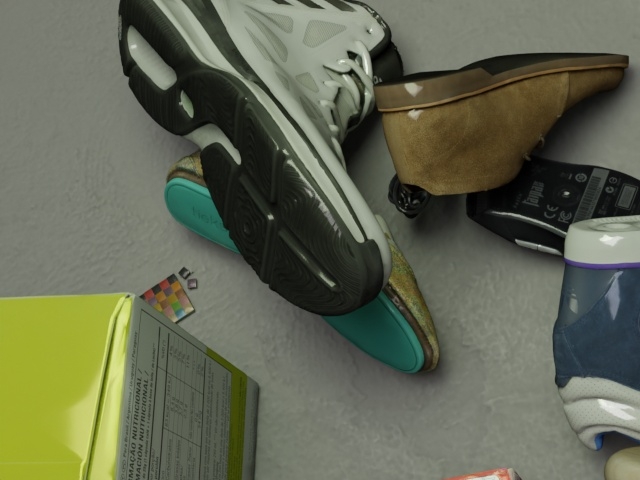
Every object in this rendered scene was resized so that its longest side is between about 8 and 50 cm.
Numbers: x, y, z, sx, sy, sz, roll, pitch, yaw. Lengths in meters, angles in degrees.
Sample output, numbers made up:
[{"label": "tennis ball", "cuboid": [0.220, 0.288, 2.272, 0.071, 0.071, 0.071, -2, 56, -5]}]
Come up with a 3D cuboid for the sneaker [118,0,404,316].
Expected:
[{"label": "sneaker", "cuboid": [0.005, -0.126, 1.382, 0.257, 0.169, 0.447, -16, 48, -26]}]

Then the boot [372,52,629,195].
[{"label": "boot", "cuboid": [0.180, -0.119, 1.383, 0.112, 0.305, 0.115, 2, 106, 54]}]

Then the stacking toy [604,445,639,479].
[{"label": "stacking toy", "cuboid": [0.290, 0.344, 1.195, 0.141, 0.141, 0.330, 7, 94, 20]}]

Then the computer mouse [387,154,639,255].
[{"label": "computer mouse", "cuboid": [0.212, -0.065, 1.432, 0.262, 0.060, 0.184, 11, 55, 16]}]

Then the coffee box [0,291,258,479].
[{"label": "coffee box", "cuboid": [-0.271, 0.255, 1.313, 0.337, 0.334, 0.338, -3, 71, 17]}]

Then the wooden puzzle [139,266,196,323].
[{"label": "wooden puzzle", "cuboid": [-0.163, 0.067, 1.525, 0.083, 0.006, 0.049, -33, 65, 4]}]

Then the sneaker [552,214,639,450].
[{"label": "sneaker", "cuboid": [0.367, 0.096, 1.305, 0.322, 0.130, 0.236, -2, 99, -7]}]

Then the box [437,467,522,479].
[{"label": "box", "cuboid": [0.130, 0.364, 1.254, 0.154, 0.142, 0.300, -14, 68, 13]}]

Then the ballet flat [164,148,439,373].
[{"label": "ballet flat", "cuboid": [0.000, 0.000, 1.449, 0.348, 0.123, 0.123, 32, 83, 23]}]
